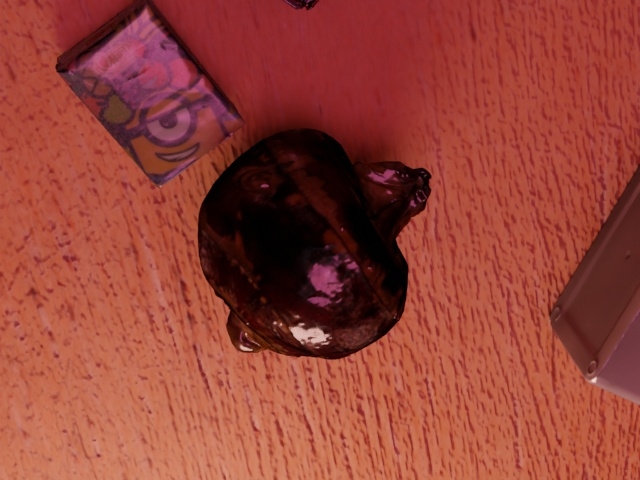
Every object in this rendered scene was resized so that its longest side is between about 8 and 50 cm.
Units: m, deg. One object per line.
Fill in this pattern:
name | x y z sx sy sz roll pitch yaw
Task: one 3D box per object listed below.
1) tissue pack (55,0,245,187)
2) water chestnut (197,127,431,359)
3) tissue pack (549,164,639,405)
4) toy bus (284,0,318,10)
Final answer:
tissue pack | -0.158 -0.138 1.189 0.109 0.060 0.148 -36 114 6
water chestnut | 0.000 0.000 1.197 0.238 0.223 0.223 -29 116 8
tissue pack | 0.366 0.038 1.307 0.136 0.159 0.246 23 109 -17
toy bus | -0.095 -0.288 1.112 0.235 0.096 0.073 31 105 -20
